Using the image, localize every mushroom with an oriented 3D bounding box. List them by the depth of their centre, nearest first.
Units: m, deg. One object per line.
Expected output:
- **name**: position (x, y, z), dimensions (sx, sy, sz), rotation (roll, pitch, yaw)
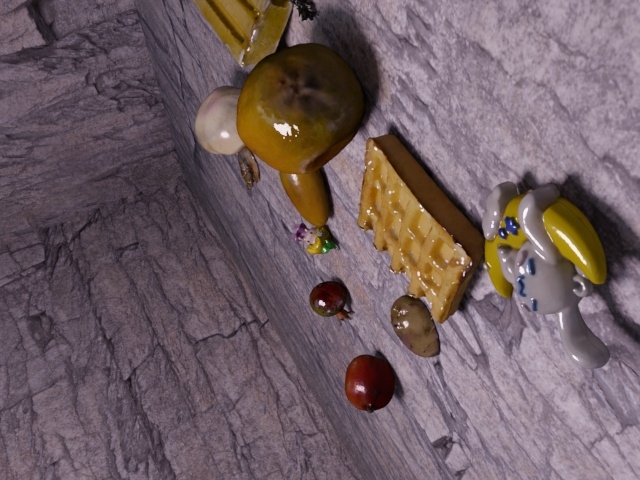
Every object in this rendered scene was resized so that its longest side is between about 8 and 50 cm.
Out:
- **mushroom**: position (-0.274, -0.372, 1.902), dimensions (0.234, 0.254, 0.260), rotation (35, -139, -37)

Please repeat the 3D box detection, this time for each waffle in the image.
- **waffle**: position (0.197, -0.020, 1.227), dimensions (0.348, 0.078, 0.304), rotation (55, 160, 28)

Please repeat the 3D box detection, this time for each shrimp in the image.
- **shrimp**: position (-0.285, -0.283, 2.312), dimensions (0.132, 0.052, 0.187), rotation (43, 150, 51)

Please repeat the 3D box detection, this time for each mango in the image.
- **mango**: position (-0.042, -0.149, 1.694), dimensions (0.138, 0.113, 0.253), rotation (30, 149, 55)

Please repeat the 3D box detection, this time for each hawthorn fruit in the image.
- **hawthorn fruit**: position (0.149, 0.459, 1.845), dimensions (0.188, 0.169, 0.169), rotation (-72, -22, -48)

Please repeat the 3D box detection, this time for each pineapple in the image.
- **pineapple**: position (-0.054, -0.532, 1.296), dimensions (0.124, 0.058, 0.058), rotation (58, 162, 4)

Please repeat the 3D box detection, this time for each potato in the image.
- **potato**: position (0.226, 0.220, 1.449), dimensions (0.171, 0.089, 0.100), rotation (62, 160, 12)

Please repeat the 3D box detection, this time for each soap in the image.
- **soap**: position (-0.204, -0.603, 1.468), dimensions (0.314, 0.091, 0.199), rotation (56, 134, 27)

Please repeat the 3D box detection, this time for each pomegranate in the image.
- **pomegranate**: position (0.037, 0.208, 1.930), dimensions (0.159, 0.129, 0.129), rotation (54, 161, 11)

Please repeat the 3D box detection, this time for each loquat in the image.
- **loquat**: position (-0.048, -0.283, 1.243), dimensions (0.275, 0.276, 0.284), rotation (63, 173, 4)

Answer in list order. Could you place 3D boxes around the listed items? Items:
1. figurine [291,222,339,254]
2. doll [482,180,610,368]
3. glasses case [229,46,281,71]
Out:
- **figurine**: position (0.000, 0.000, 1.850), dimensions (0.156, 0.115, 0.094), rotation (20, 102, 40)
- **doll**: position (0.326, 0.035, 0.866), dimensions (0.237, 0.111, 0.251), rotation (33, 136, 57)
- **glasses case**: position (-0.155, -0.496, 1.590), dimensions (0.308, 0.083, 0.128), rotation (53, 153, 34)
